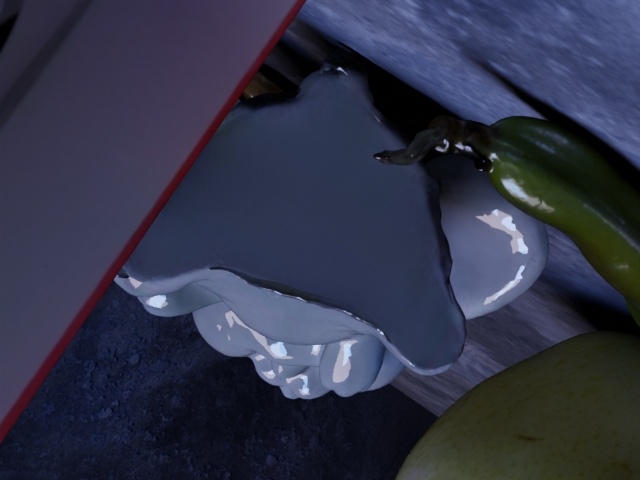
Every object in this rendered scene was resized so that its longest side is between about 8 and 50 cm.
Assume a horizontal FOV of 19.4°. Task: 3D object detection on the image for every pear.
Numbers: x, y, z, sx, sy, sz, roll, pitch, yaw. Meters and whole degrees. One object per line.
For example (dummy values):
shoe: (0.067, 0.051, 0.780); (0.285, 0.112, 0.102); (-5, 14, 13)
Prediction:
pear: (0.204, 0.215, 1.353); (0.309, 0.309, 0.309); (32, 174, 4)

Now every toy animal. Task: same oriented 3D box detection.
toy animal: (-0.012, -0.007, 1.136); (0.249, 0.174, 0.289); (24, 168, -18)

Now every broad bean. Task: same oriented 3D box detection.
broad bean: (0.165, 0.010, 0.968); (0.075, 0.067, 0.325); (-17, 136, 41)

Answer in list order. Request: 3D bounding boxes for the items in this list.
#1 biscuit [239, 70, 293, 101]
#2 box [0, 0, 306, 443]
biscuit: (-0.033, -0.085, 1.322); (0.133, 0.027, 0.184); (38, 174, 3)
box: (-0.230, -0.120, 0.706); (0.300, 0.314, 0.312); (40, 171, -37)
